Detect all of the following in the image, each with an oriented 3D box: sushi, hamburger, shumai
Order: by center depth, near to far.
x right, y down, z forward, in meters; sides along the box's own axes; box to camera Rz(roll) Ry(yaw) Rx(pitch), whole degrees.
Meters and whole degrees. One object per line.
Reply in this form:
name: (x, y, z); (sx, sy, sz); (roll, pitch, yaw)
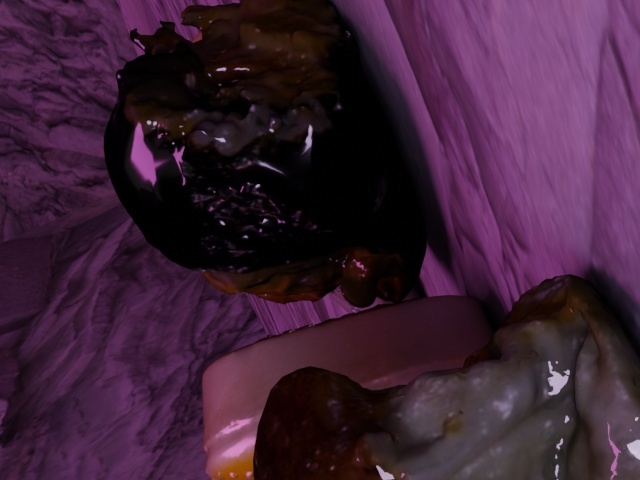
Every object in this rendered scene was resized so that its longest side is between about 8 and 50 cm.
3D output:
shumai: (0.082, 0.152, 0.902); (0.271, 0.204, 0.222); (65, 176, -33)
hamburger: (0.024, 0.105, 1.182); (0.173, 0.210, 0.116); (28, -134, -82)
sushi: (-0.034, -0.048, 1.234); (0.200, 0.213, 0.204); (-85, -6, -53)

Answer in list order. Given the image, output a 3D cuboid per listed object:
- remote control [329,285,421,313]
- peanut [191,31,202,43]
remote control: (0.000, 0.000, 1.404); (0.221, 0.042, 0.078); (45, 162, -19)
peanut: (-0.042, -0.090, 1.451); (0.103, 0.098, 0.229); (-70, -31, -41)
